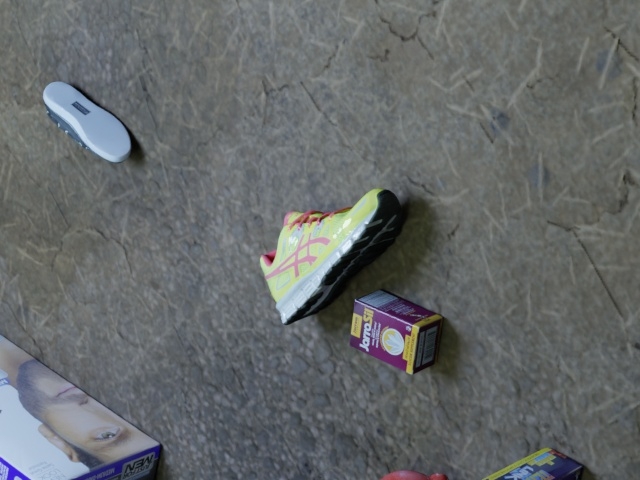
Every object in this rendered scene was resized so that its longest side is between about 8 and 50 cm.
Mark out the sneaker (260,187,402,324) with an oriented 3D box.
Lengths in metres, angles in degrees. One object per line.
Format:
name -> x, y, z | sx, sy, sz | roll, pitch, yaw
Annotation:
sneaker -> 0.000, 0.000, 1.658 | 0.208, 0.081, 0.094 | -44, 70, 40

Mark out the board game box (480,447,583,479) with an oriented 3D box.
board game box -> 0.169, 0.286, 1.530 | 0.048, 0.170, 0.141 | 28, 120, 35

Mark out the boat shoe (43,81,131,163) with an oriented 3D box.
boat shoe -> -0.267, -0.130, 1.880 | 0.142, 0.049, 0.040 | 42, 145, 26

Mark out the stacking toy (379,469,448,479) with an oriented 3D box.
stacking toy -> 0.059, 0.370, 1.730 | 0.309, 0.130, 0.279 | -17, 117, 45

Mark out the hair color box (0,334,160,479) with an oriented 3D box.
hair color box -> -0.379, 0.233, 1.983 | 0.339, 0.185, 0.110 | 30, 119, 31

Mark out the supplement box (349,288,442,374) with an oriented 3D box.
supplement box -> 0.076, 0.091, 1.642 | 0.083, 0.043, 0.055 | 22, 117, 36
